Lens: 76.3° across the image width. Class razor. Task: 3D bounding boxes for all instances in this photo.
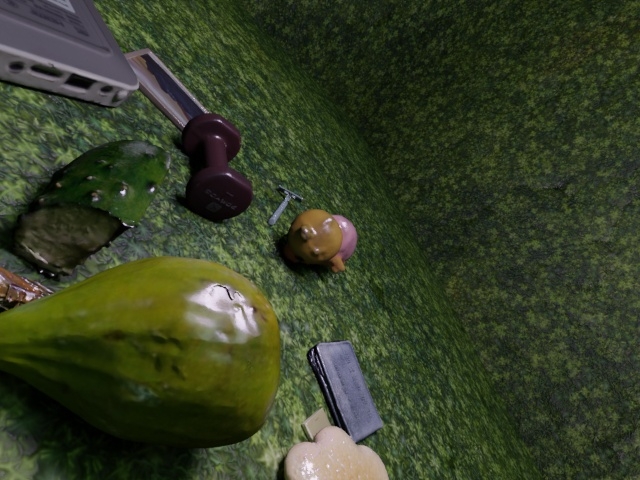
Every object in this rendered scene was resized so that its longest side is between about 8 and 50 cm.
[{"bbox_3d":[-0.115,-0.093,1.180,0.084,0.036,0.211,28,32,-4],"label":"razor"}]

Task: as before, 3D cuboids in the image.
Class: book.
[{"bbox_3d":[0.011,0.383,0.772,0.111,0.014,0.077,60,22,13],"label":"book"}]

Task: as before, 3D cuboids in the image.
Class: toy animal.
[{"bbox_3d":[0.002,-0.002,1.101,0.195,0.169,0.281,58,21,15],"label":"toy animal"}]

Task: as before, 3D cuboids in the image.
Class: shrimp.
[{"bbox_3d":[-0.362,0.068,0.419,0.178,0.034,0.124,41,28,-28],"label":"shrimp"}]

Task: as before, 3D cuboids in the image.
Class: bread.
[{"bbox_3d":[0.053,0.455,0.654,0.316,0.054,0.316,40,29,-27],"label":"bread"}]

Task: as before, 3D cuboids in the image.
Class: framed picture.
[{"bbox_3d":[-0.377,-0.366,1.037,0.265,0.018,0.192,46,22,-23],"label":"framed picture"}]

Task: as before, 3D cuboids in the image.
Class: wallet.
[{"bbox_3d":[0.059,0.331,0.918,0.167,0.036,0.222,18,43,-57],"label":"wallet"}]

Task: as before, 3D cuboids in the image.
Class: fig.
[{"bbox_3d":[-0.184,0.113,0.461,0.314,0.233,0.233,45,22,-48],"label":"fig"}]

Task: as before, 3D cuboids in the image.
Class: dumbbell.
[{"bbox_3d":[-0.232,-0.165,0.902,0.140,0.124,0.225,32,31,-45],"label":"dumbbell"}]

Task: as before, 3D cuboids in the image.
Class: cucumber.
[{"bbox_3d":[-0.319,-0.095,0.621,0.105,0.145,0.325,52,16,-28],"label":"cucumber"}]

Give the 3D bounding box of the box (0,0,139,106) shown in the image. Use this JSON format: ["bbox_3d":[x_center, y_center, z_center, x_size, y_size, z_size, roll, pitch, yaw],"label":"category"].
[{"bbox_3d":[-0.531,-0.420,0.691,0.373,0.090,0.367,57,22,7],"label":"box"}]
